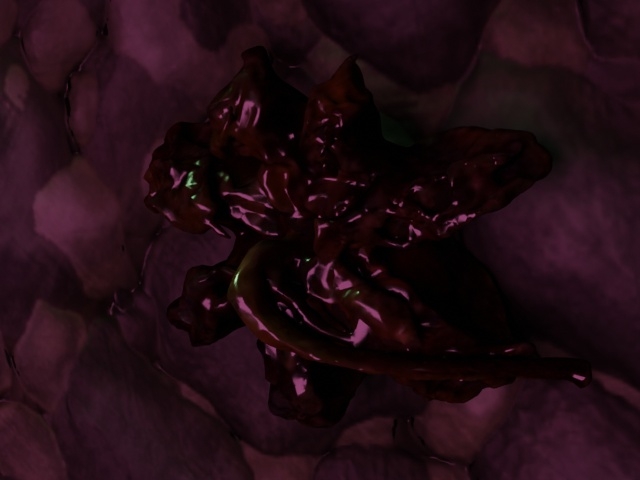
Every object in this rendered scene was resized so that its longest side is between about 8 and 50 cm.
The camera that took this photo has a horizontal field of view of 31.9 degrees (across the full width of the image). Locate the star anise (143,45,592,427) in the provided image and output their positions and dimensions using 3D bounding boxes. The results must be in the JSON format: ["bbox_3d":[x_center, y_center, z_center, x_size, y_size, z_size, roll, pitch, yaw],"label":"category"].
[{"bbox_3d":[0.000,0.000,0.542,0.220,0.126,0.190,-15,91,38],"label":"star anise"}]
